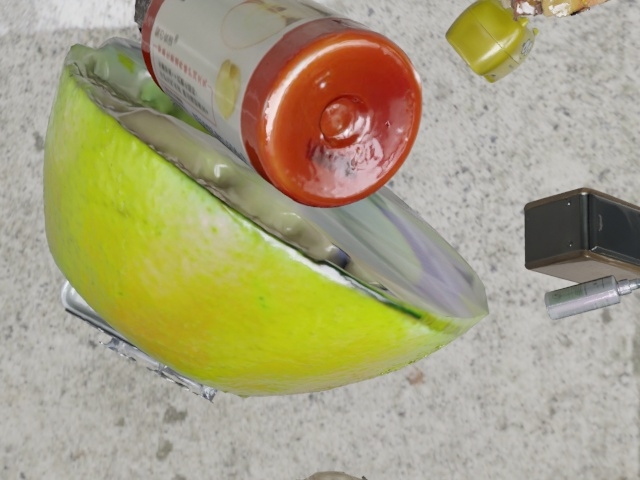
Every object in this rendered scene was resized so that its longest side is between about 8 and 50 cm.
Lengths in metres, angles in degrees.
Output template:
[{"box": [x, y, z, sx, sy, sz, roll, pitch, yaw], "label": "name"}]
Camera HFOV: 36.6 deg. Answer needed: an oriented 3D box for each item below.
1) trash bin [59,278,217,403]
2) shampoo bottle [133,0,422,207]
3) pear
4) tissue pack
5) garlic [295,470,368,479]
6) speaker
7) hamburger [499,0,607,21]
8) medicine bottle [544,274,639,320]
[{"box": [-0.172, 0.056, 1.213, 0.256, 0.368, 0.296, 29, 90, 4], "label": "trash bin"}, {"box": [-0.050, -0.119, 0.629, 0.104, 0.278, 0.104, -14, 121, -25], "label": "shampoo bottle"}, {"box": [-0.068, 0.006, 0.812, 0.399, 0.399, 0.165, 29, 105, -20], "label": "pear"}, {"box": [0.304, -0.357, 1.695, 0.127, 0.178, 0.123, -43, 77, 16], "label": "tissue pack"}, {"box": [0.037, 0.466, 1.783, 0.152, 0.066, 0.084, 32, 112, -10], "label": "garlic"}, {"box": [0.571, 0.000, 2.051, 0.231, 0.192, 0.153, 14, 70, -33], "label": "speaker"}, {"box": [0.395, -0.459, 1.484, 0.282, 0.155, 0.245, -10, 111, -41], "label": "hamburger"}, {"box": [0.529, 0.101, 1.837, 0.199, 0.057, 0.057, -17, 119, 23], "label": "medicine bottle"}]
